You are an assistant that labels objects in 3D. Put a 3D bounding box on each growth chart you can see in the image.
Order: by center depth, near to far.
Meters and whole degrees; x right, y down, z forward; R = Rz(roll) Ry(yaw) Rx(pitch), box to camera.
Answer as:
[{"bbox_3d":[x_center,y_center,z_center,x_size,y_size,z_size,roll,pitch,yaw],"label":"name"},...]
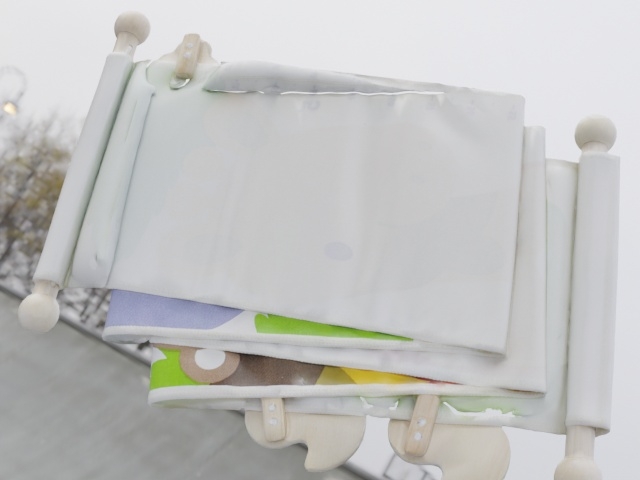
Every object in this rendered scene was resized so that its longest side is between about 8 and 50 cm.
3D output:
[{"bbox_3d":[0.000,0.000,0.398,0.237,0.172,0.021,13,-22,13],"label":"growth chart"}]
